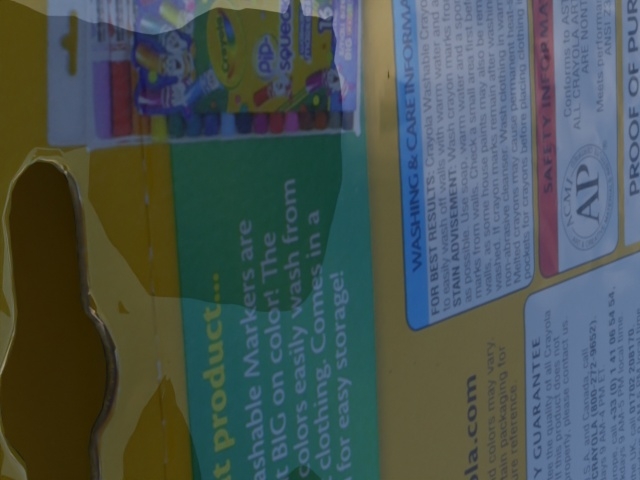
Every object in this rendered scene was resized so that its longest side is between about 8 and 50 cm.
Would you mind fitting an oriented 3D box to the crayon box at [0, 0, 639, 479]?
[{"bbox_3d":[0.000,0.000,0.475,0.083,0.323,0.203,5,-76,37],"label":"crayon box"}]
